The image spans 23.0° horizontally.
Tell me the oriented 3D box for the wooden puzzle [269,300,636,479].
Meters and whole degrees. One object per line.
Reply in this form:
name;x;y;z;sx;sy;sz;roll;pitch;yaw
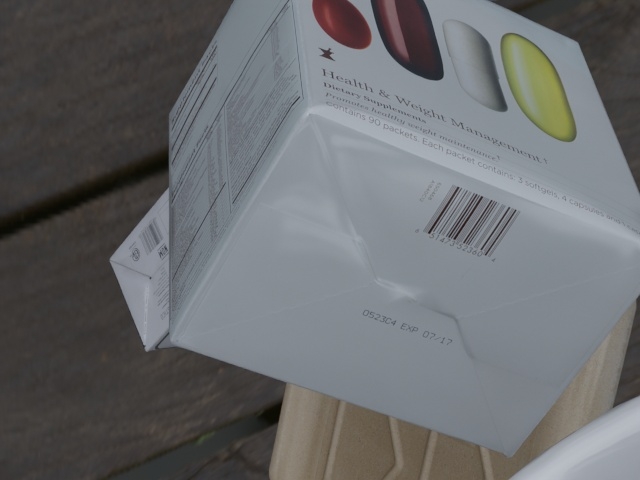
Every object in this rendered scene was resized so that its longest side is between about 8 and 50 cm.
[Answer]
wooden puzzle;0.118;0.140;1.430;0.080;0.348;0.322;2;103;-45

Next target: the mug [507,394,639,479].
mug;0.148;0.213;0.382;0.328;0.374;0.276;32;58;-41

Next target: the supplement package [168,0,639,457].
supplement package;0.038;-0.032;0.810;0.194;0.149;0.203;21;32;-20

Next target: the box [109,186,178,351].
box;0.000;0.000;1.260;0.290;0.169;0.087;-3;59;-43
